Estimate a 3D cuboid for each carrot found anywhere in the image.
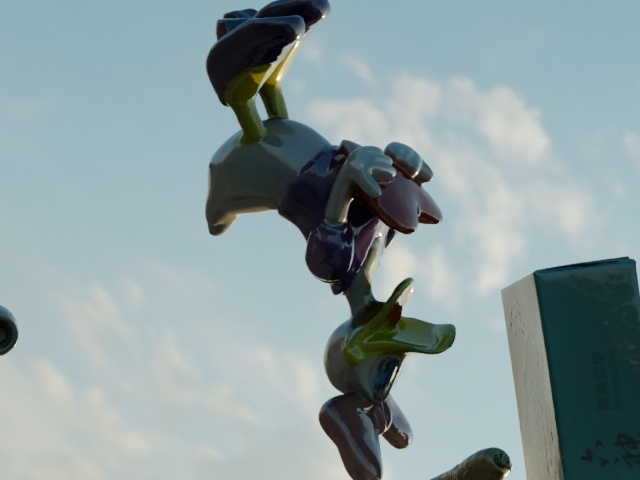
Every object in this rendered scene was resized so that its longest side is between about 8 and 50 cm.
[{"bbox_3d":[0.163,0.303,2.213,0.049,0.049,0.254,34,-30,-12],"label":"carrot"}]

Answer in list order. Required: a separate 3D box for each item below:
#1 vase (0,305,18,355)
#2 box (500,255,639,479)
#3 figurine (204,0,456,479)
[{"bbox_3d":[-0.343,0.095,1.857,0.053,0.053,0.100,35,-6,-14],"label":"vase"},{"bbox_3d":[0.227,0.146,1.525,0.092,0.245,0.153,-7,-8,-5],"label":"box"},{"bbox_3d":[0.002,-0.006,1.519,0.193,0.154,0.421,-28,-89,22],"label":"figurine"}]
